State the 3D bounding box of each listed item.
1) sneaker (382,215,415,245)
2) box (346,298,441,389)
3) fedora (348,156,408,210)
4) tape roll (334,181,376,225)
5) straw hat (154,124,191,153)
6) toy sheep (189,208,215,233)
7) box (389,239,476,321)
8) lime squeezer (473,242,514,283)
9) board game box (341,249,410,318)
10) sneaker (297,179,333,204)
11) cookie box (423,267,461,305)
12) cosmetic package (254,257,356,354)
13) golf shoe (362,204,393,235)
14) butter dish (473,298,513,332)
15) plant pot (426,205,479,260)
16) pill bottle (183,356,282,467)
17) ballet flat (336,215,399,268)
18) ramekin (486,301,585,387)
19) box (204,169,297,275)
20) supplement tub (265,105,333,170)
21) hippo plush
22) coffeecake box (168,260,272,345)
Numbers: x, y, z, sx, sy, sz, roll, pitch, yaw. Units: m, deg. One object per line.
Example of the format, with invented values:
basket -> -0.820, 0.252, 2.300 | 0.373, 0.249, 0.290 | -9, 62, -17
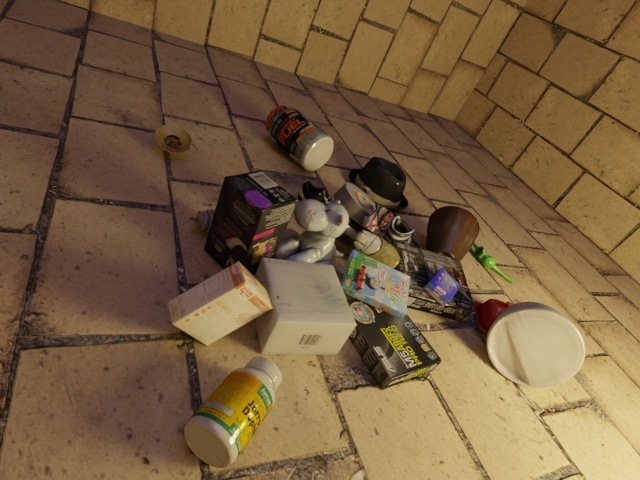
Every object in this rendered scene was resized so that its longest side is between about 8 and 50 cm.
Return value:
sneaker -> 0.329, -0.034, 1.630 | 0.099, 0.153, 0.282 | 38, 36, 16
box -> 0.196, 0.284, 1.202 | 0.216, 0.060, 0.270 | -2, 43, -37
fedora -> 0.305, -0.296, 1.966 | 0.334, 0.152, 0.334 | 18, 35, -13
tape roll -> 0.159, -0.137, 1.665 | 0.219, 0.072, 0.219 | 38, 23, -20
straw hat -> -0.566, -0.367, 1.554 | 0.144, 0.061, 0.144 | 13, 53, -19
toy sheep -> -0.345, -0.058, 1.271 | 0.132, 0.091, 0.091 | 4, 40, -39
box -> 0.388, 0.143, 1.472 | 0.307, 0.076, 0.242 | 15, 44, -17
lime squeezer -> 0.765, 0.073, 1.872 | 0.110, 0.059, 0.310 | 0, 41, -33
board game box -> 0.175, 0.134, 1.274 | 0.211, 0.039, 0.160 | 26, 43, -6
sneaker -> 0.008, -0.158, 1.630 | 0.235, 0.097, 0.084 | 34, 35, 10
cookie box -> 0.415, 0.157, 1.386 | 0.092, 0.040, 0.107 | 44, 45, 11
cosmetic package -> -0.056, 0.177, 1.107 | 0.224, 0.138, 0.224 | 8, 37, -26
golf shoe -> 0.191, -0.050, 1.549 | 0.086, 0.186, 0.067 | 41, 7, 23
butter dish -> 0.660, 0.271, 1.481 | 0.160, 0.118, 0.160 | 25, 34, -4
plant pot -> 0.529, 0.009, 1.693 | 0.215, 0.215, 0.230 | 30, 49, 5
pill bottle -> -0.166, 0.338, 0.833 | 0.117, 0.117, 0.208 | 33, 34, 9
ballet flat -> 0.127, -0.013, 1.454 | 0.123, 0.123, 0.348 | -12, 38, -43
ramekin -> 0.681, 0.322, 1.311 | 0.273, 0.273, 0.127 | 34, 23, 11
box -> -0.206, -0.041, 1.174 | 0.165, 0.270, 0.143 | 42, 36, 21
supplement tub -> -0.105, -0.485, 1.905 | 0.316, 0.193, 0.193 | 43, 37, 24
hippo plush -> 0.000, 0.000, 1.288 | 0.294, 0.236, 0.234 | 16, 35, -16
coffeecake box -> -0.227, 0.150, 0.942 | 0.185, 0.142, 0.068 | -30, 51, 1
